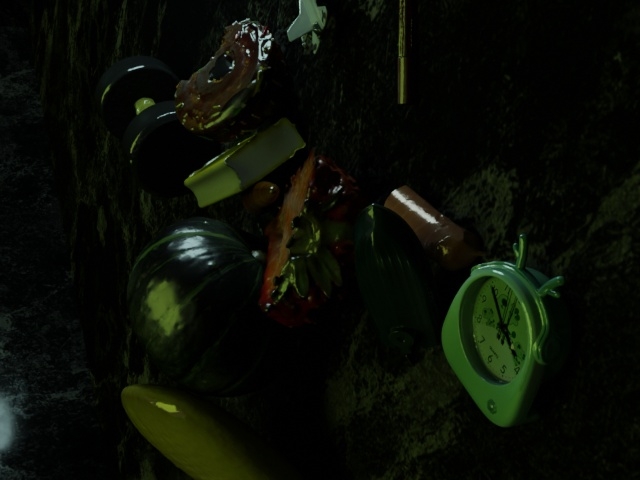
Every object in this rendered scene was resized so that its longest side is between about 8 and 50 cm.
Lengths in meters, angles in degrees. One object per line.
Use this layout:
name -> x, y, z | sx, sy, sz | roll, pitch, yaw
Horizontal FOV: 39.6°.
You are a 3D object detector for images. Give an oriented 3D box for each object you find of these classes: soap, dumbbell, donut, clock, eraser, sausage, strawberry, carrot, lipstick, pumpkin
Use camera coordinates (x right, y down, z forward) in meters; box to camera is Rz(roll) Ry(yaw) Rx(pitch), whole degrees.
soap -> -0.167, 0.379, 1.556 | 0.306, 0.427, 0.115 | 3, 52, 54
dumbbell -> -0.363, -0.257, 1.956 | 0.322, 0.203, 0.204 | 52, 138, 46
donut -> -0.148, -0.274, 1.576 | 0.216, 0.096, 0.230 | 33, 88, 46
clock -> 0.222, 0.098, 1.017 | 0.159, 0.066, 0.211 | 59, 142, 41
eraser -> -0.138, -0.137, 1.580 | 0.069, 0.158, 0.226 | 55, 154, -11
sausage -> 0.147, -0.010, 1.156 | 0.169, 0.065, 0.065 | 45, 133, 52
strawberry -> -0.003, 0.015, 1.362 | 0.280, 0.150, 0.254 | 142, 144, -74
carrot -> -0.100, -0.076, 1.541 | 0.336, 0.069, 0.069 | -159, 66, -82
lipstick -> 0.117, -0.273, 1.211 | 0.027, 0.027, 0.177 | 11, 102, 62
pumpkin -> -0.168, 0.110, 1.507 | 0.241, 0.323, 0.323 | -50, 47, 24

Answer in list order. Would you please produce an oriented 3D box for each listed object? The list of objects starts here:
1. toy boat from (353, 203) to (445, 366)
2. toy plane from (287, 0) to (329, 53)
toy boat -> 0.097, 0.045, 1.133 | 0.103, 0.092, 0.246 | -72, -30, -42
toy plane -> -0.015, -0.398, 1.408 | 0.160, 0.082, 0.234 | 111, 160, -57
